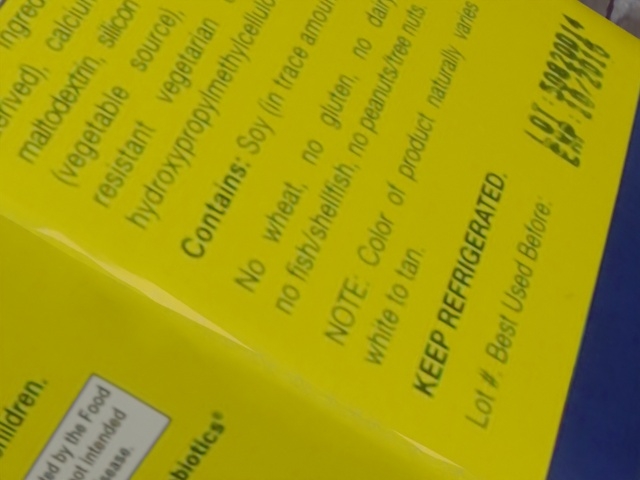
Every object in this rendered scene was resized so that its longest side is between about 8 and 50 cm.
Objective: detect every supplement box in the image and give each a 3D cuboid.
[{"bbox_3d":[-0.103,-0.020,0.473,0.357,0.195,0.194,31,40,-6],"label":"supplement box"}]
